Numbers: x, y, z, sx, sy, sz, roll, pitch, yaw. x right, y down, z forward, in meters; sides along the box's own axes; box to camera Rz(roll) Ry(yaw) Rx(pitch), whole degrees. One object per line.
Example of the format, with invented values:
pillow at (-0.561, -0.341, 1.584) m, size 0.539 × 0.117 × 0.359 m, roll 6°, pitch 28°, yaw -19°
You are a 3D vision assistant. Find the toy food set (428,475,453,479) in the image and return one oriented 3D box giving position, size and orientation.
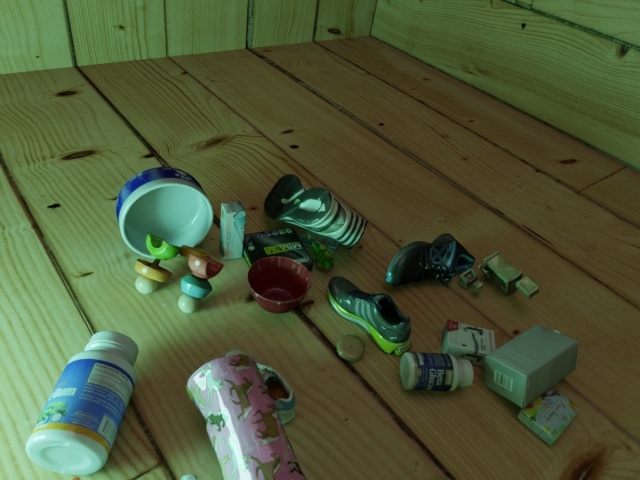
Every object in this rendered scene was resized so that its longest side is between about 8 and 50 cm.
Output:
toy food set at (0.266, 0.545, 1.065) m, size 0.083 × 0.020 × 0.082 m, roll 14°, pitch 39°, yaw 5°

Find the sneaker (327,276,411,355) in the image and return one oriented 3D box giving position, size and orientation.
sneaker at (0.143, 0.183, 1.400) m, size 0.300 × 0.121 × 0.111 m, roll 36°, pitch 45°, yaw 28°

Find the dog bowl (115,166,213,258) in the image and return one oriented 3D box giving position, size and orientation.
dog bowl at (-0.458, -0.080, 1.470) m, size 0.265 × 0.265 × 0.104 m, roll -11°, pitch 41°, yaw -25°

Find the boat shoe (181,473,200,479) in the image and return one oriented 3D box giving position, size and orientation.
boat shoe at (-0.202, 0.545, 0.924) m, size 0.076 × 0.083 × 0.226 m, roll -2°, pitch 51°, yaw -32°

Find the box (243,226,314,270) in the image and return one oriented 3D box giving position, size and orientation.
box at (-0.143, 0.039, 1.572) m, size 0.191 × 0.045 × 0.184 m, roll -9°, pitch 41°, yaw -22°

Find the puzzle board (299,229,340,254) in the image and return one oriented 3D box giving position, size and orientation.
puzzle board at (0.000, 0.000, 1.679) m, size 0.128 × 0.011 × 0.096 m, roll 22°, pitch 40°, yaw 13°

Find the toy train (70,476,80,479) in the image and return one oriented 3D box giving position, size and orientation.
toy train at (-0.472, 0.524, 0.904) m, size 0.125 × 0.046 × 0.166 m, roll 22°, pitch 43°, yaw 12°

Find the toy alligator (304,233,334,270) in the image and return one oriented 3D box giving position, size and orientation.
toy alligator at (0.004, 0.039, 1.601) m, size 0.051 × 0.056 × 0.189 m, roll 22°, pitch 22°, yaw -36°

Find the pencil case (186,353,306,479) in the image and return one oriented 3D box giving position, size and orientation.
pencil case at (-0.138, 0.420, 0.985) m, size 0.160 × 0.167 × 0.386 m, roll -20°, pitch 53°, yaw -18°

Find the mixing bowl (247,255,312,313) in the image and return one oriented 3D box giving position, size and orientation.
mixing bowl at (-0.119, 0.140, 1.410) m, size 0.181 × 0.098 × 0.181 m, roll 6°, pitch 39°, yaw -5°

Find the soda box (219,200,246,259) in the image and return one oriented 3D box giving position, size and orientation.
soda box at (-0.268, -0.028, 1.514) m, size 0.063 × 0.183 × 0.058 m, roll -8°, pitch 43°, yaw -24°

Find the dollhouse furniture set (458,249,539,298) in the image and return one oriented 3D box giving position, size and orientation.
dollhouse furniture set at (0.561, 0.156, 1.582) m, size 0.161 × 0.101 × 0.182 m, roll -30°, pitch 50°, yaw -8°

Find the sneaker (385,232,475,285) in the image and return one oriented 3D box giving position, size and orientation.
sneaker at (0.353, 0.073, 1.580) m, size 0.341 × 0.125 × 0.140 m, roll -21°, pitch 47°, yaw -33°

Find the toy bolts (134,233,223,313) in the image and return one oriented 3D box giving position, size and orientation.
toy bolts at (-0.385, 0.106, 1.405) m, size 0.228 × 0.158 × 0.218 m, roll 22°, pitch -1°, yaw 28°

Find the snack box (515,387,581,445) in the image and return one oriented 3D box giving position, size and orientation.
snack box at (0.576, 0.435, 1.257) m, size 0.141 × 0.037 × 0.100 m, roll -25°, pitch 51°, yaw -37°

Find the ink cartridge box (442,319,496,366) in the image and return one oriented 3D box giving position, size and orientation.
ink cartridge box at (0.413, 0.287, 1.386) m, size 0.135 × 0.056 × 0.099 m, roll 13°, pitch 38°, yaw 3°

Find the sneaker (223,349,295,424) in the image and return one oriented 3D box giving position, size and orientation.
sneaker at (-0.143, 0.327, 1.181) m, size 0.229 × 0.092 × 0.087 m, roll 33°, pitch 45°, yaw 27°

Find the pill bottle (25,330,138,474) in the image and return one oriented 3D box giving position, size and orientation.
pill bottle at (-0.483, 0.330, 1.051) m, size 0.152 × 0.152 × 0.272 m, roll 7°, pitch 39°, yaw -4°

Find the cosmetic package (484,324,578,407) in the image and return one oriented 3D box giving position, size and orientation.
cosmetic package at (0.558, 0.323, 1.316) m, size 0.238 × 0.107 × 0.127 m, roll -15°, pitch 23°, yaw -30°

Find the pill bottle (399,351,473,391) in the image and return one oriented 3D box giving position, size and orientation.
pill bottle at (0.295, 0.335, 1.270) m, size 0.169 × 0.094 × 0.094 m, roll 4°, pitch 39°, yaw -8°

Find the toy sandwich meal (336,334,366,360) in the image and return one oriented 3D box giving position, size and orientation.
toy sandwich meal at (0.081, 0.288, 1.333) m, size 0.086 × 0.029 × 0.085 m, roll 5°, pitch 50°, yaw -7°

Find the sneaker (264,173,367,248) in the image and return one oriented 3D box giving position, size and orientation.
sneaker at (-0.012, -0.073, 1.670) m, size 0.257 × 0.169 × 0.447 m, roll 35°, pitch -3°, yaw -32°
